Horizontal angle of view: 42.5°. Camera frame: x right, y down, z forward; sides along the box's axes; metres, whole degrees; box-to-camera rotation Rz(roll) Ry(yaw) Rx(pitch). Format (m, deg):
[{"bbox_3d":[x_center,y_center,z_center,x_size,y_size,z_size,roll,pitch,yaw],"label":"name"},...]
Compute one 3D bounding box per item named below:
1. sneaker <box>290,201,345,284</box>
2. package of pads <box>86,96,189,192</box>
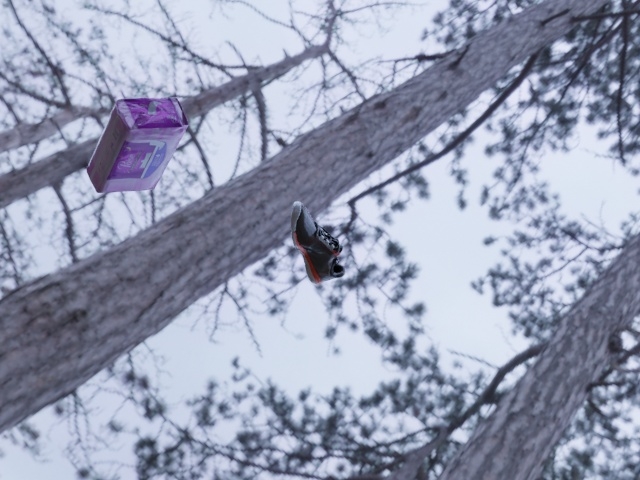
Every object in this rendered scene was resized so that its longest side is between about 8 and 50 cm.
[{"bbox_3d":[0.000,0.000,1.224,0.064,0.061,0.158,-7,-44,15],"label":"sneaker"},{"bbox_3d":[-0.134,-0.067,0.595,0.083,0.050,0.032,-49,-121,46],"label":"package of pads"}]
